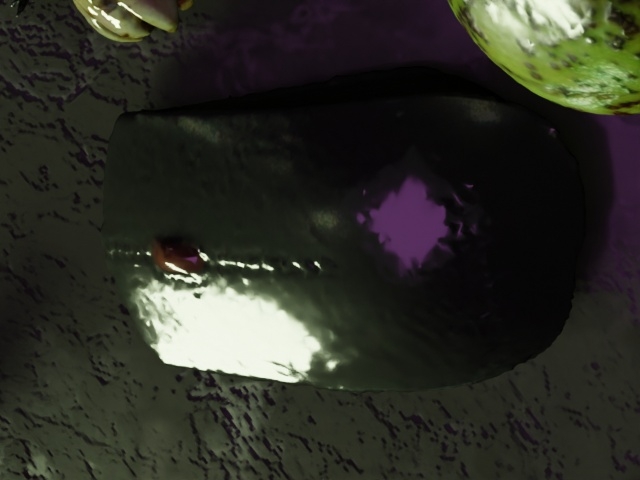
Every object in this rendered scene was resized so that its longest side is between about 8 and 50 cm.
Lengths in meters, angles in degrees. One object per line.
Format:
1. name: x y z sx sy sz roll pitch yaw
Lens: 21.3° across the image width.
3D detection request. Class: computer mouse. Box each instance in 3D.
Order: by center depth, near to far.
1. computer mouse: -0.001 0.002 0.923 0.295 0.087 0.168 -4 106 24

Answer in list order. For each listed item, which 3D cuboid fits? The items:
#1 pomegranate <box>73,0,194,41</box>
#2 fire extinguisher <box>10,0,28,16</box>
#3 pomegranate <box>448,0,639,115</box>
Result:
1. pomegranate: -0.144 -0.202 0.884 0.210 0.179 0.179 26 113 -9
2. fire extinguisher: -0.213 -0.203 0.980 0.049 0.035 0.173 -41 88 -13
3. pomegranate: 0.187 -0.155 0.775 0.222 0.276 0.204 -39 49 44
